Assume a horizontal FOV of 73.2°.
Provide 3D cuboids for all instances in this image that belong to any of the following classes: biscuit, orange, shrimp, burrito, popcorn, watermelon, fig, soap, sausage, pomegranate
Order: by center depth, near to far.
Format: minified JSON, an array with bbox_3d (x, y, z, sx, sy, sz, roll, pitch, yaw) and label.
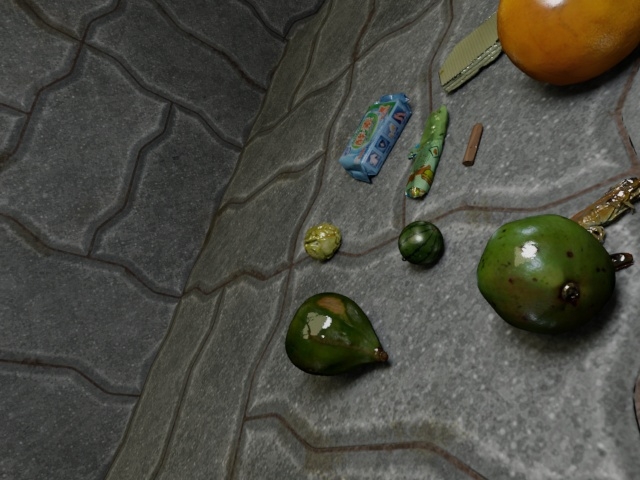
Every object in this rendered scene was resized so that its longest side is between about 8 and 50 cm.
[{"bbox_3d":[0.457,-0.020,0.672,0.178,0.034,0.124,-44,35,28],"label":"shrimp"},{"bbox_3d":[0.334,0.043,0.678,0.187,0.187,0.225,-51,4,14],"label":"pomegranate"},{"bbox_3d":[0.469,-0.429,0.805,0.261,0.261,0.261,-38,35,33],"label":"orange"},{"bbox_3d":[0.216,0.008,0.950,0.109,0.109,0.109,-38,35,33],"label":"watermelon"},{"bbox_3d":[0.041,0.225,0.966,0.245,0.195,0.195,24,82,26],"label":"fig"},{"bbox_3d":[0.362,-0.229,1.021,0.026,0.026,0.116,-6,57,55],"label":"sausage"},{"bbox_3d":[0.271,-0.230,1.138,0.104,0.054,0.287,-5,60,58],"label":"burrito"},{"bbox_3d":[0.431,-0.516,1.156,0.252,0.052,0.150,-34,34,35],"label":"biscuit"},{"bbox_3d":[0.000,0.000,1.284,0.121,0.106,0.116,-23,54,46],"label":"popcorn"},{"bbox_3d":[0.171,-0.326,1.352,0.293,0.077,0.156,-61,29,-4],"label":"soap"}]
